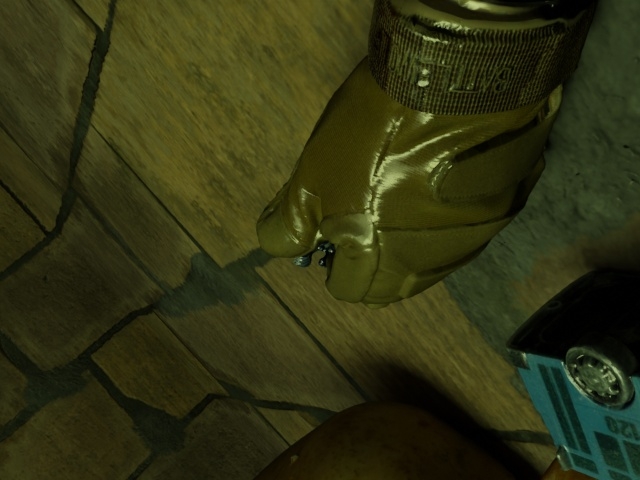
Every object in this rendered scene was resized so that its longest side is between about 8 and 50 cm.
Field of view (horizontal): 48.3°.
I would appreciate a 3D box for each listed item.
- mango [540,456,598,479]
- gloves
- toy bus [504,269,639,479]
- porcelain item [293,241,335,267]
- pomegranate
[{"bbox_3d":[0.227,0.264,0.545,0.187,0.257,0.138,8,137,55],"label":"mango"},{"bbox_3d":[0.059,-0.046,0.467,0.141,0.154,0.331,42,150,14],"label":"gloves"},{"bbox_3d":[0.237,0.094,0.413,0.234,0.116,0.134,4,123,59],"label":"toy bus"},{"bbox_3d":[0.000,0.000,0.730,0.021,0.075,0.136,33,154,29],"label":"porcelain item"},{"bbox_3d":[0.081,0.392,0.886,0.416,0.416,0.417,37,155,20],"label":"pomegranate"}]
